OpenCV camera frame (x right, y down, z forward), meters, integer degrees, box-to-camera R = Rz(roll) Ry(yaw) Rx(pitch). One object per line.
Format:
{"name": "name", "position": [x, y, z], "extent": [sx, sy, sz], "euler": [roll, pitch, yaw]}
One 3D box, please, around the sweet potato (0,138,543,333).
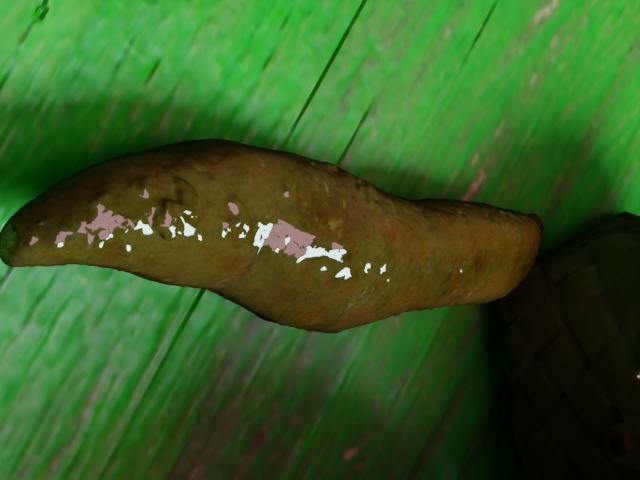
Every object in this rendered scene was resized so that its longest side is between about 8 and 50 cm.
{"name": "sweet potato", "position": [0.000, 0.000, 0.720], "extent": [0.274, 0.067, 0.067], "euler": [4, 97, -46]}

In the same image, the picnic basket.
{"name": "picnic basket", "position": [0.167, 0.063, 0.794], "extent": [0.128, 0.178, 0.138], "euler": [-22, 113, -37]}
